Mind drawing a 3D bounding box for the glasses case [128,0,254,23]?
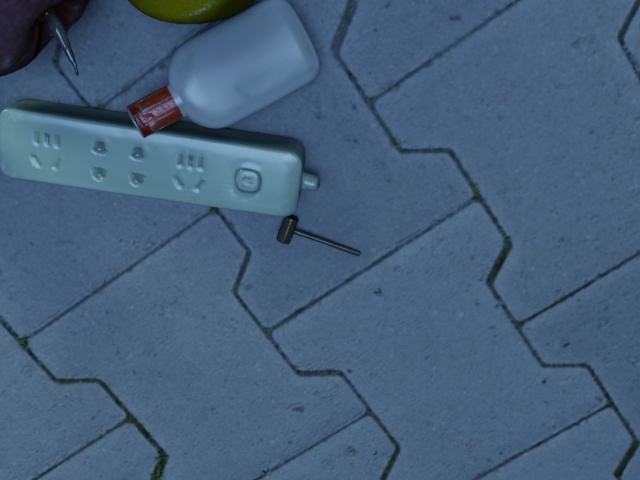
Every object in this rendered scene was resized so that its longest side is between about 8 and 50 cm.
[{"bbox_3d":[-0.105,-0.411,0.795,0.173,0.141,0.371,10,110,13],"label":"glasses case"}]

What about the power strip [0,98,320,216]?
[{"bbox_3d":[-0.191,-0.097,0.950,0.385,0.062,0.091,8,112,-2],"label":"power strip"}]

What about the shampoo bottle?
[{"bbox_3d":[-0.115,-0.187,0.897,0.220,0.051,0.108,-29,103,-4],"label":"shampoo bottle"}]

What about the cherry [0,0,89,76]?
[{"bbox_3d":[-0.339,-0.288,0.804,0.236,0.213,0.285,-38,93,-11],"label":"cherry"}]

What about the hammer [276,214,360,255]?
[{"bbox_3d":[0.000,0.000,1.008,0.110,0.019,0.036,19,109,-12],"label":"hammer"}]
